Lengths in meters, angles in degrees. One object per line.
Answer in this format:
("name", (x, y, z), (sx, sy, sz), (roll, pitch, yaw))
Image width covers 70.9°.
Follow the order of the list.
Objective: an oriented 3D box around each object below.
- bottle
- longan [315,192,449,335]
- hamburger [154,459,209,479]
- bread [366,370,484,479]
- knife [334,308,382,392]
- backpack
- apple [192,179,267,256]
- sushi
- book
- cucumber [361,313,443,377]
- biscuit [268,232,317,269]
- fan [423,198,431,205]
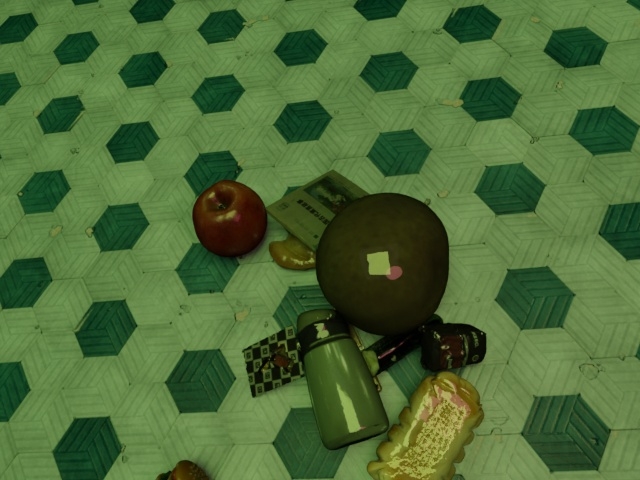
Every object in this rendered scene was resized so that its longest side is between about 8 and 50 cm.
("bottle", (0.038, 0.328, 1.132), (0.169, 0.168, 0.347), (-20, 62, 0))
("longan", (0.160, 0.055, 1.132), (0.361, 0.361, 0.360), (-3, 67, 7))
("hamburger", (-0.324, 0.612, 1.072), (0.115, 0.162, 0.162), (-34, 67, -7))
("bread", (0.258, 0.461, 1.061), (0.173, 0.121, 0.311), (35, 77, 14))
("knife", (0.095, 0.289, 1.212), (0.046, 0.022, 0.256), (-26, 66, 2))
("backpack", (0.334, 0.263, 1.122), (0.165, 0.106, 0.119), (-6, 97, -11))
("apple", (-0.264, -0.062, 1.317), (0.218, 0.201, 0.218), (-6, 62, 10))
("sushi", (-0.122, 0.324, 1.199), (0.201, 0.031, 0.139), (-30, 62, 29))
("book", (0.013, -0.098, 1.322), (0.215, 0.025, 0.283), (37, 55, 25))
("cucumber", (0.216, 0.262, 1.174), (0.241, 0.074, 0.074), (-30, 66, -12))
("biscuit", (0.000, 0.004, 1.327), (0.299, 0.045, 0.154), (-29, 61, -2))
("fan", (0.233, 0.024, 1.305), (0.294, 0.012, 0.223), (-24, 66, 0))
